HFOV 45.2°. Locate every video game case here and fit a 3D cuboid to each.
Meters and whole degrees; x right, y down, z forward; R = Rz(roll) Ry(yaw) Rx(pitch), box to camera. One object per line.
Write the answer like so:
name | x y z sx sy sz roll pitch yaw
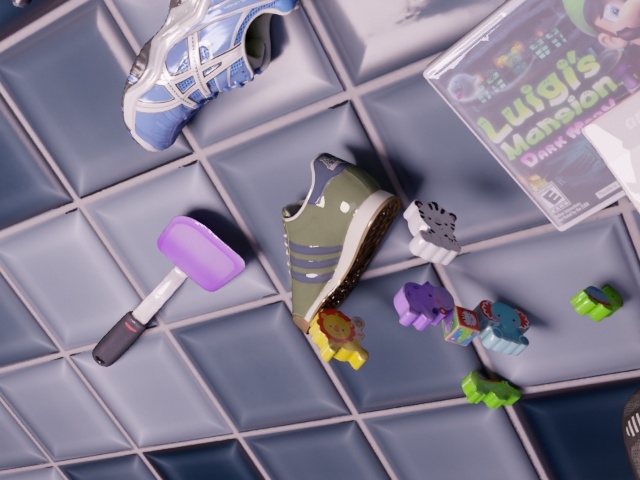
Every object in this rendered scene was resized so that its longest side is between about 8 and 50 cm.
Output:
video game case | 0.199 -0.115 0.554 0.173 0.022 0.190 46 126 -11

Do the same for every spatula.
spatula | -0.181 0.067 0.822 0.084 0.030 0.296 42 127 -8

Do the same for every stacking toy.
stacking toy | 0.124 0.065 0.665 0.221 0.052 0.167 19 132 -19

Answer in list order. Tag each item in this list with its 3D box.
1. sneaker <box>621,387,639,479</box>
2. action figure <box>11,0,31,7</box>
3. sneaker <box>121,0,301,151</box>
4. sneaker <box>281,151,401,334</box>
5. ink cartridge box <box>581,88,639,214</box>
sneaker | 0.307 0.314 0.682 0.202 0.185 0.483 -3 125 25
action figure | -0.381 -0.314 0.563 0.341 0.178 0.330 22 118 4
sneaker | -0.093 -0.142 0.616 0.081 0.080 0.211 38 129 -1
sneaker | 0.000 0.000 0.692 0.086 0.064 0.192 43 138 15
ink cartridge box | 0.339 -0.035 0.403 0.296 0.066 0.261 -35 83 32
